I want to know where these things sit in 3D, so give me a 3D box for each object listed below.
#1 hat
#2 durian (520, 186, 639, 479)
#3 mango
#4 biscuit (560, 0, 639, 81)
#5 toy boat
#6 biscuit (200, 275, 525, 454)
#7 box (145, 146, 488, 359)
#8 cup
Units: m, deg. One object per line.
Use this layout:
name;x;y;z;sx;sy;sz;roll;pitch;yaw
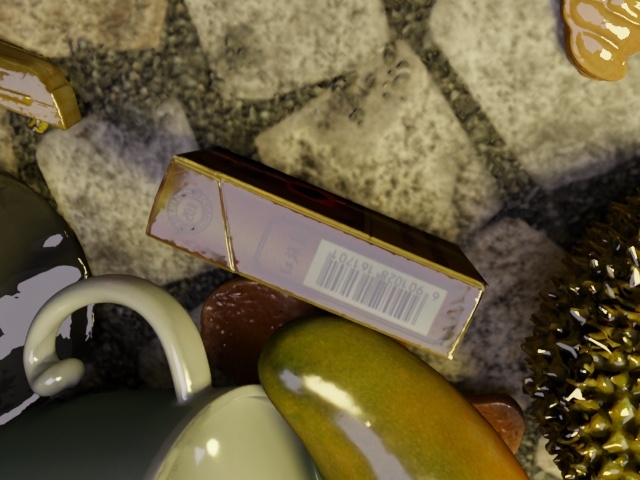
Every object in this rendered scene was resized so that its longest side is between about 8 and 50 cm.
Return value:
hat;-0.432;0.064;0.647;0.382;0.257;0.366;-39;132;-18
durian;0.283;0.097;0.521;0.258;0.258;0.292;-18;96;12
mango;0.068;0.169;0.562;0.289;0.146;0.129;54;146;-4
biscuit;0.243;-0.243;0.507;0.163;0.035;0.250;8;108;-1
toy boat;-0.320;-0.139;0.591;0.226;0.068;0.088;19;115;-3
biscuit;0.030;0.141;0.654;0.324;0.049;0.205;31;109;-5
box;0.000;0.000;0.552;0.240;0.159;0.071;23;103;-1
cup;-0.169;0.207;0.581;0.275;0.259;0.356;-10;94;31
